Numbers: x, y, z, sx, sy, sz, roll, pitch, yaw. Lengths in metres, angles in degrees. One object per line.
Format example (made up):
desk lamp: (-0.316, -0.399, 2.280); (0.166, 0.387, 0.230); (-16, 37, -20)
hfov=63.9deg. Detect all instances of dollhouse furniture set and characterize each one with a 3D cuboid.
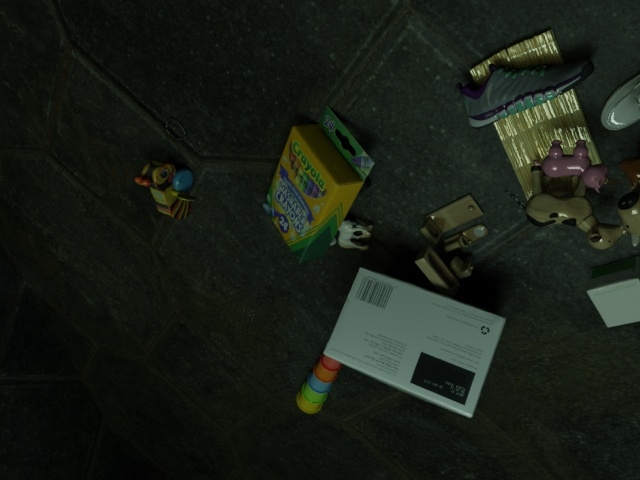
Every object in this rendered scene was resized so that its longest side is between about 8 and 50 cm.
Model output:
dollhouse furniture set: (0.301, 0.014, 1.123); (0.123, 0.151, 0.144); (-30, 106, 42)

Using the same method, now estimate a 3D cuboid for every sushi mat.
sushi mat: (0.414, -0.219, 0.970); (0.152, 0.019, 0.316); (-16, 113, 38)

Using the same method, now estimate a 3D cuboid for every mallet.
mallet: (0.046, -0.124, 1.268); (0.062, 0.039, 0.190); (49, 139, -12)

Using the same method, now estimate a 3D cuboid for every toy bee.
toy bee: (-0.459, -0.172, 1.463); (0.196, 0.162, 0.298); (2, 123, 34)

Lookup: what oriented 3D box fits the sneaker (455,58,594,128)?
sneaker: (0.349, -0.279, 0.899); (0.224, 0.083, 0.098); (-20, 106, 39)

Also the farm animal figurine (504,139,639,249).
farm animal figurine: (0.528, -0.059, 0.842); (0.327, 0.172, 0.330); (13, 167, -9)

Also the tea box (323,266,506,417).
tea box: (0.226, 0.248, 1.202); (0.329, 0.219, 0.323); (20, 166, 19)

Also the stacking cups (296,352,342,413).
stacking cups: (0.013, 0.450, 1.677); (0.096, 0.096, 0.316); (33, 131, 8)

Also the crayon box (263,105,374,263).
crayon box: (-0.020, -0.126, 1.214); (0.203, 0.083, 0.322); (56, 140, 27)

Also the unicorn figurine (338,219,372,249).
unicorn figurine: (0.072, -0.029, 1.283); (0.111, 0.060, 0.161); (11, 131, 6)

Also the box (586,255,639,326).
box: (0.612, 0.104, 1.036); (0.101, 0.087, 0.102); (-25, 107, 41)

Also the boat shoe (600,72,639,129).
boat shoe: (0.544, -0.244, 0.839); (0.066, 0.063, 0.184); (46, 134, -5)

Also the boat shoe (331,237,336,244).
boat shoe: (0.000, 0.000, 1.390); (0.100, 0.035, 0.035); (5, 152, 25)
